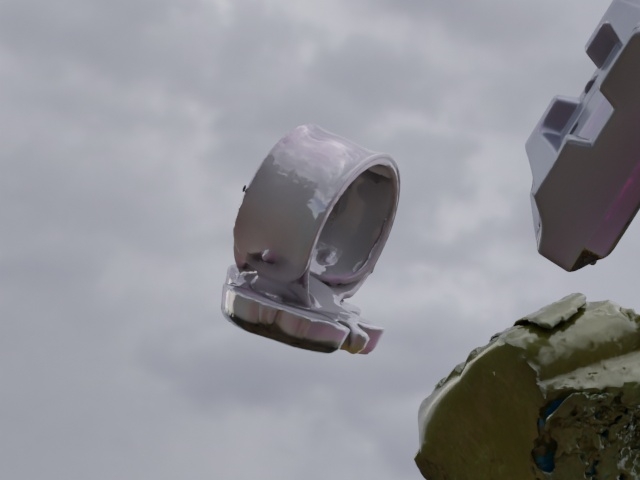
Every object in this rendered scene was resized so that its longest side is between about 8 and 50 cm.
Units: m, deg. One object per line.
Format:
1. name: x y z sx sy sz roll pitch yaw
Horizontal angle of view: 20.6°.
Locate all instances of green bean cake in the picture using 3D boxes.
1. green bean cake: 0.263 0.221 1.701 0.202 0.310 0.285 -21 -12 -27

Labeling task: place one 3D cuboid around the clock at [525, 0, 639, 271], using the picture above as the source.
1. clock: 0.248 -0.104 1.483 0.083 0.186 0.253 29 -74 -4

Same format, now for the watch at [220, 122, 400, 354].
1. watch: 0.000 0.000 1.936 0.196 0.231 0.244 26 9 22
